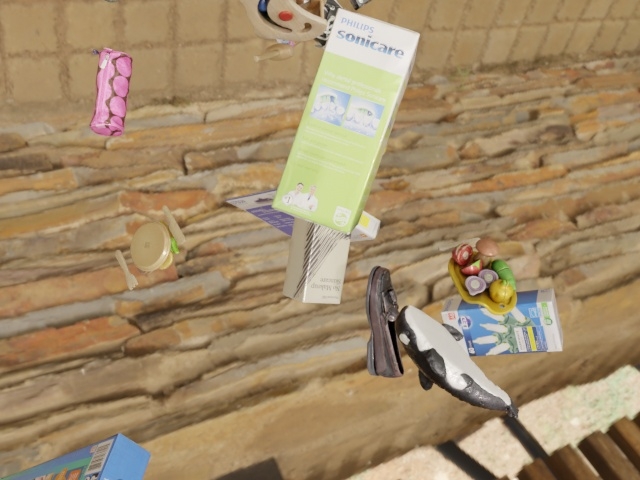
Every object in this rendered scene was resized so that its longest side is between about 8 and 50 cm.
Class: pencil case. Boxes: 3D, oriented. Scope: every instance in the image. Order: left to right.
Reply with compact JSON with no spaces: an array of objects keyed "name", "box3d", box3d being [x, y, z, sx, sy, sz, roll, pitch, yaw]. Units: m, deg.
[{"name":"pencil case","box3d":[-0.529,-0.370,1.520,0.095,0.209,0.098,4,177,-8]}]

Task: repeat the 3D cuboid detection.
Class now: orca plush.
[{"name":"orca plush","box3d":[0.240,0.250,1.163,0.287,0.151,0.102,34,123,-13]}]

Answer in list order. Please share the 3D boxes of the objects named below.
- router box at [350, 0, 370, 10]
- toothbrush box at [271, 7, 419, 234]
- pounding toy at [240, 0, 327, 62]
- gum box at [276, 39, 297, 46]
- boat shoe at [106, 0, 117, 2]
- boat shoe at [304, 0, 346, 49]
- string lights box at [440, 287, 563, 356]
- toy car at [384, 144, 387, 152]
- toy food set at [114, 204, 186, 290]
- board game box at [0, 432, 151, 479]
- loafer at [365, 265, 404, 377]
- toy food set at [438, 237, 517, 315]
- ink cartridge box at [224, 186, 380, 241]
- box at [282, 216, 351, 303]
[{"name":"router box","box3d":[0.092,-0.612,1.401,0.092,0.038,0.122,-35,104,-6]},{"name":"toothbrush box","box3d":[0.042,-0.166,0.905,0.206,0.122,0.283,-37,145,-82]},{"name":"pounding toy","box3d":[-0.068,-0.450,1.236,0.154,0.155,0.269,-4,164,10]},{"name":"gum box","box3d":[-0.034,-0.577,1.589,0.107,0.062,0.188,-30,-164,41]},{"name":"boat shoe","box3d":[-0.500,-0.665,1.349,0.116,0.099,0.319,-37,150,-22]},{"name":"boat shoe","box3d":[0.032,-0.497,1.440,0.113,0.105,0.306,-44,120,11]},{"name":"string lights box","box3d":[0.438,0.202,1.466,0.259,0.077,0.133,-10,107,27]},{"name":"toy car","box3d":[0.050,-0.245,1.627,0.225,0.239,0.053,-53,157,22]},{"name":"toy food set","box3d":[-0.398,0.018,1.443,0.192,0.132,0.038,-39,155,15]},{"name":"board game box","box3d":[-0.268,0.287,0.573,0.210,0.160,0.047,-25,124,29]},{"name":"loafer","box3d":[0.180,0.217,1.596,0.109,0.095,0.303,-18,110,-57]},{"name":"toy food set","box3d":[0.342,0.053,1.281,0.128,0.218,0.071,-5,136,-17]},{"name":"ink cartridge box","box3d":[-0.052,-0.080,1.615,0.307,0.303,0.072,32,69,-31]},{"name":"box","box3d":[0.000,0.000,1.368,0.113,0.094,0.275,5,95,-35]}]
